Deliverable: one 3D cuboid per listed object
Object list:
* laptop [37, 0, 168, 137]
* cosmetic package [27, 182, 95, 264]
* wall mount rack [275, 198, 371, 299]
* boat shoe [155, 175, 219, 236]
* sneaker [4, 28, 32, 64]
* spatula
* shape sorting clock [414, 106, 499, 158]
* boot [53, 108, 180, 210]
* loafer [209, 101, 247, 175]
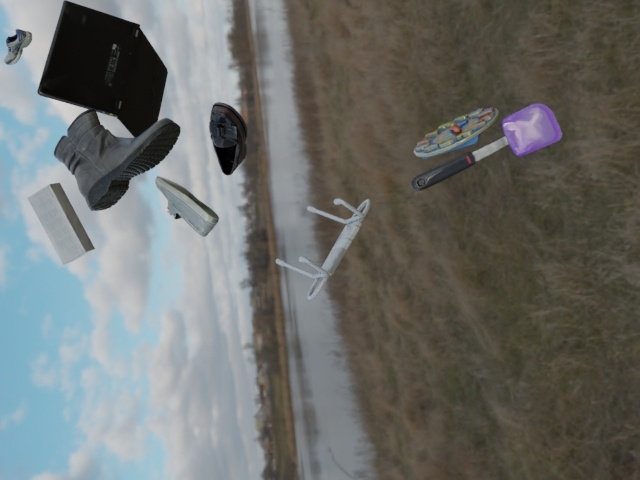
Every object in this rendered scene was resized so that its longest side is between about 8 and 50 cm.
[{"bbox_3d":[-0.757,-0.575,2.330,0.236,0.408,0.382,144,136,-60],"label":"laptop"},{"bbox_3d":[-0.816,-0.054,2.051,0.239,0.099,0.060,63,-161,-2],"label":"cosmetic package"},{"bbox_3d":[0.000,0.000,1.948,0.350,0.130,0.304,-59,11,-12],"label":"wall mount rack"},{"bbox_3d":[-0.377,-0.092,1.762,0.081,0.227,0.079,-56,-20,9],"label":"boat shoe"},{"bbox_3d":[-0.965,-0.613,2.042,0.058,0.135,0.052,18,-145,-50],"label":"sneaker"},{"bbox_3d":[0.305,-0.166,1.220,0.030,0.296,0.084,-144,29,-84],"label":"spatula"},{"bbox_3d":[0.304,-0.247,1.469,0.040,0.206,0.206,63,-177,-19],"label":"shape sorting clock"},{"bbox_3d":[-0.533,-0.254,1.654,0.223,0.338,0.118,55,-165,10],"label":"boot"},{"bbox_3d":[-0.287,-0.306,2.016,0.302,0.109,0.095,88,-161,-66],"label":"loafer"}]
